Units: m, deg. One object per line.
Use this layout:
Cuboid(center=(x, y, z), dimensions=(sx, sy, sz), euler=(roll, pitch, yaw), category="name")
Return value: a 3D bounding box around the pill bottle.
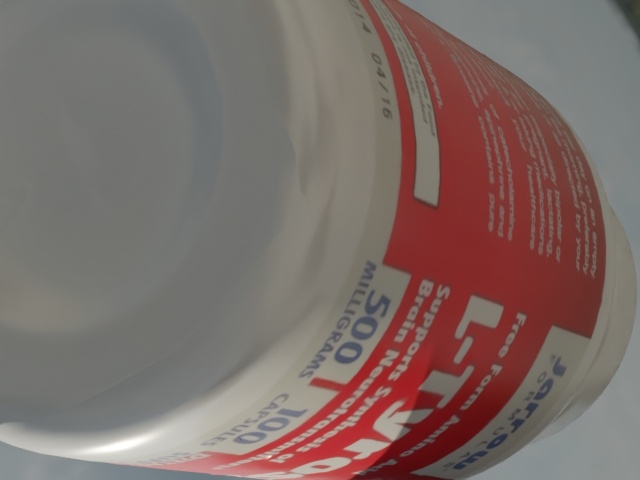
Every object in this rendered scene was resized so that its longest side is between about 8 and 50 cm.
Cuboid(center=(0.000, 0.000, 0.885), dimensions=(0.408, 0.229, 0.229), euler=(19, -138, -60), category="pill bottle")
